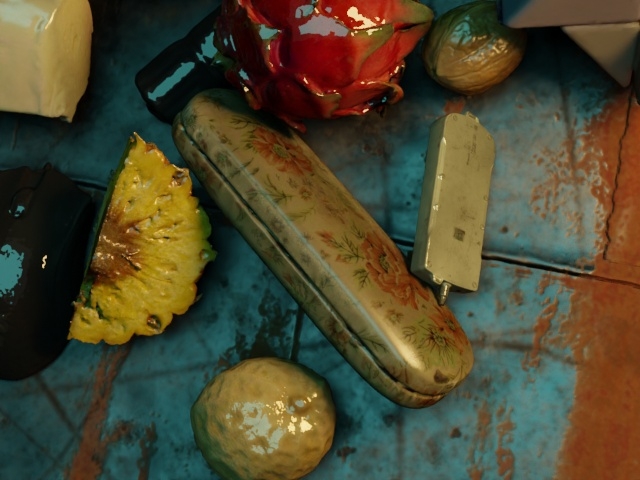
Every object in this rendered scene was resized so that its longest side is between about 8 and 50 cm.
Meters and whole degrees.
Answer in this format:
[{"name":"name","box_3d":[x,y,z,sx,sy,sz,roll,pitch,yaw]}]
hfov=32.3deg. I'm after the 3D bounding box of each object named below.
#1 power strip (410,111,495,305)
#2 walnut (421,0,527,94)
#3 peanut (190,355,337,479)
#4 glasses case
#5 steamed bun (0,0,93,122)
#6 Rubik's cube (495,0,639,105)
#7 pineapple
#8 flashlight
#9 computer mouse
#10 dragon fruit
[{"name":"power strip","box_3d":[0.143,-0.034,1.196,0.029,0.080,0.227,-19,54,51]},{"name":"walnut","box_3d":[0.173,-0.218,1.231,0.124,0.105,0.105,-36,75,-4]},{"name":"peanut","box_3d":[-0.059,0.194,1.189,0.159,0.109,0.140,-32,89,8]},{"name":"glasses case","box_3d":[0.000,0.000,1.191,0.425,0.156,0.098,50,116,15]},{"name":"steamed bun","box_3d":[-0.381,-0.241,1.324,0.225,0.170,0.200,18,115,-2]},{"name":"Rubik's cube","box_3d":[0.358,-0.365,1.101,0.368,0.358,0.387,-1,68,7]},{"name":"pineapple","box_3d":[-0.194,-0.003,1.262,0.140,0.164,0.250,15,102,-16]},{"name":"flashlight","box_3d":[-0.041,-0.285,1.292,0.424,0.103,0.103,-41,75,3]},{"name":"computer mouse","box_3d":[-0.353,0.029,1.294,0.147,0.088,0.264,5,78,9]},{"name":"dragon fruit","box_3d":[0.012,-0.222,1.176,0.274,0.193,0.192,-14,89,7]}]
